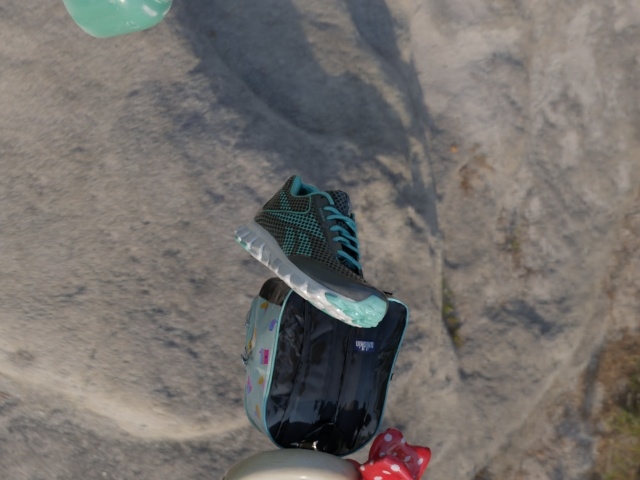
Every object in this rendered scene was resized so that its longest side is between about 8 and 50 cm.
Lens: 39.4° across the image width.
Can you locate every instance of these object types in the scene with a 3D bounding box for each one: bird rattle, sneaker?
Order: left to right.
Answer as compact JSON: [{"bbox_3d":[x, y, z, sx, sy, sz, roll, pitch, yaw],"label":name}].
[{"bbox_3d":[-0.005,0.285,0.949,0.207,0.253,0.143,20,50,-22],"label":"bird rattle"},{"bbox_3d":[0.000,0.000,0.622,0.065,0.166,0.076,35,91,-39],"label":"sneaker"}]

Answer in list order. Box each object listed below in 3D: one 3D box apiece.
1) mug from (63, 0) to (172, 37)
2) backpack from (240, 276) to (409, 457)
[{"bbox_3d":[-0.237,-0.316,1.041,0.158,0.097,0.129,44,46,-58],"label":"mug"},{"bbox_3d":[-0.006,0.141,0.996,0.166,0.144,0.188,10,84,-28],"label":"backpack"}]
